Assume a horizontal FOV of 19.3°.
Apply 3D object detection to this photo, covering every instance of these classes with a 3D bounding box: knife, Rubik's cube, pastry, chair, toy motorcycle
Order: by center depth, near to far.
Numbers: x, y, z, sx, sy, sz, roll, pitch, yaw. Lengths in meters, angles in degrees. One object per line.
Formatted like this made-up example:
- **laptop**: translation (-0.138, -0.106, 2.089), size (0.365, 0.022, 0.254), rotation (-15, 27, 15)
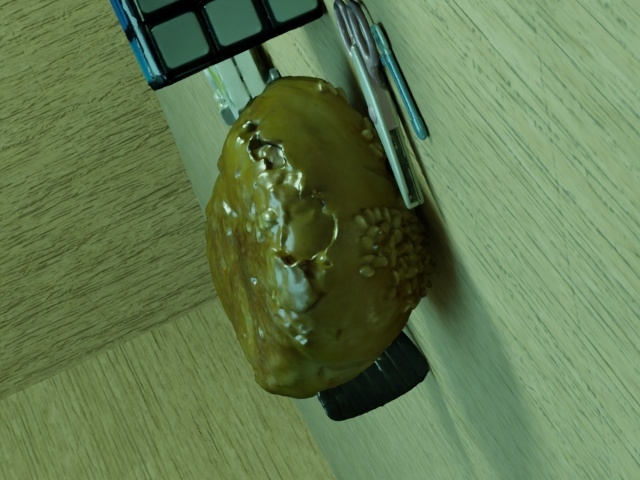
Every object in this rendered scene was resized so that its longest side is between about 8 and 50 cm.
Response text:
- **knife**: translation (0.058, -0.120, 1.429), size (0.027, 0.010, 0.096), rotation (177, 69, -83)
- **pastry**: translation (0.000, 0.000, 1.652), size (0.311, 0.162, 0.255), rotation (116, 141, -68)
- **Rubik's cube**: translation (-0.108, -0.235, 1.660), size (0.161, 0.163, 0.162), rotation (66, 171, -7)
- **chair**: translation (0.005, 0.057, 1.929), size (0.221, 0.140, 0.145), rotation (51, 155, 37)
- **toy motorcycle**: translation (-0.092, -0.180, 2.095), size (0.229, 0.074, 0.151), rotation (64, 176, -3)

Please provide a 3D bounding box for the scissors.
- **scissors**: translation (0.048, -0.108, 1.497), size (0.085, 0.022, 0.176), rotation (-152, 41, -74)
